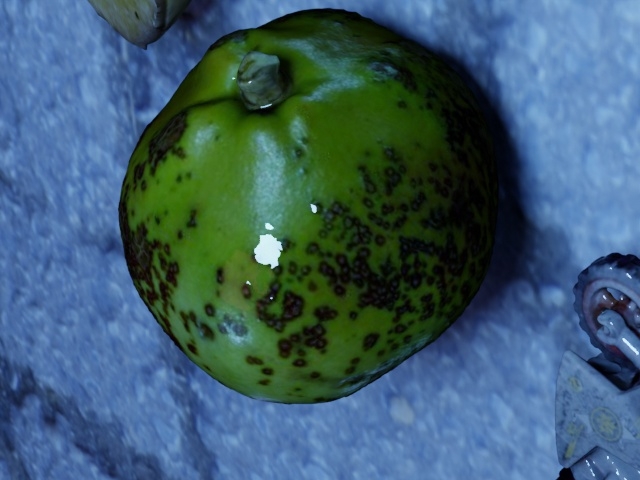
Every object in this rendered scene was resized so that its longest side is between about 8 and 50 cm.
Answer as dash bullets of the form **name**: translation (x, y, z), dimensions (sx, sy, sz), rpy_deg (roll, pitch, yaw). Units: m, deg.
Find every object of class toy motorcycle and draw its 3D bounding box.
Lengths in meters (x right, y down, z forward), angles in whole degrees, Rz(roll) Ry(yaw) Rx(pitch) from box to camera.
- **toy motorcycle**: translation (0.187, 0.106, 0.954), dimensions (0.122, 0.080, 0.215), rpy_deg (32, 139, 35)

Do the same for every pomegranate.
- **pomegranate**: translation (-0.014, -0.008, 1.005), dimensions (0.204, 0.222, 0.276), rpy_deg (40, 159, 0)

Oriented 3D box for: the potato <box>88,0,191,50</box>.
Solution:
- **potato**: translation (-0.119, -0.270, 1.035), dimensions (0.239, 0.116, 0.299), rpy_deg (40, 150, 40)
